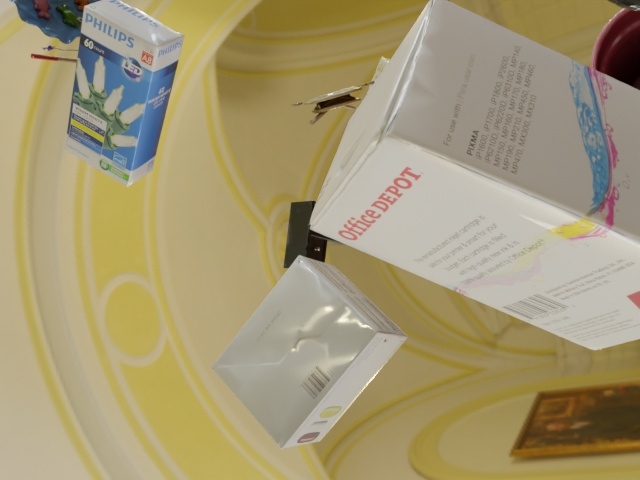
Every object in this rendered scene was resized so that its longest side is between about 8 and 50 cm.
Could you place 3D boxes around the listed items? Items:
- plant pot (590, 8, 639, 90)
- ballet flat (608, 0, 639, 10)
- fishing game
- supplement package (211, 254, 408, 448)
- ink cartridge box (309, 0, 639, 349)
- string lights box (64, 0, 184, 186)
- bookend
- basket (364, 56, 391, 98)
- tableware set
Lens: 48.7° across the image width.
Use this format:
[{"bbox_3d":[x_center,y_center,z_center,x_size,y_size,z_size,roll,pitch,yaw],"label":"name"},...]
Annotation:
[{"bbox_3d":[0.509,-0.233,1.035,0.180,0.201,0.201,20,-120,-62],"label":"plant pot"},{"bbox_3d":[0.300,-0.233,0.646,0.049,0.173,0.057,-115,42,-72],"label":"ballet flat"},{"bbox_3d":[-0.446,-0.424,1.215,0.189,0.041,0.264,-3,-106,-45],"label":"fishing game"},{"bbox_3d":[-0.019,0.196,1.247,0.204,0.262,0.145,43,-169,26],"label":"supplement package"},{"bbox_3d":[0.171,-0.034,0.585,0.306,0.226,0.131,24,-111,-7],"label":"ink cartridge box"},{"bbox_3d":[-0.314,-0.230,1.115,0.133,0.259,0.077,30,-142,7],"label":"string lights box"},{"bbox_3d":[0.000,0.000,1.652,0.156,0.072,0.157,16,-103,-46],"label":"bookend"},{"bbox_3d":[0.153,-0.281,1.453,0.103,0.167,0.113,13,-158,-17],"label":"basket"},{"bbox_3d":[0.020,-0.211,1.102,0.194,0.128,0.039,-96,-10,-79],"label":"tableware set"}]
